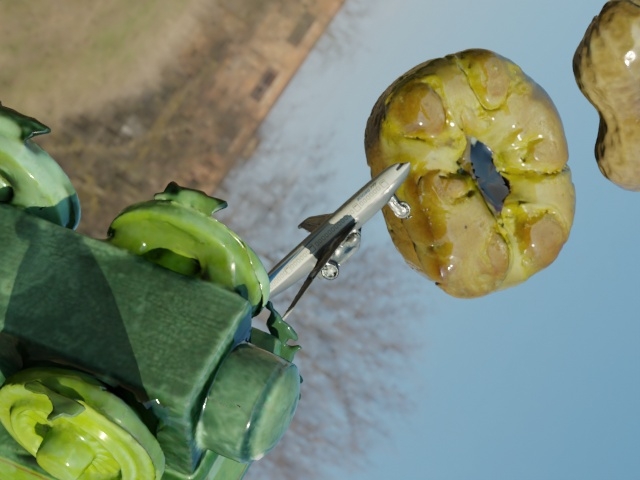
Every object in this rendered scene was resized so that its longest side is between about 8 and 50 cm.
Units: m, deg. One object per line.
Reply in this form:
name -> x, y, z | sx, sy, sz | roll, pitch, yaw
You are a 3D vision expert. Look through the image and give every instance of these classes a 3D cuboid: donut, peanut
donut -> 0.161, -0.072, 1.628 | 0.209, 0.261, 0.128 | -15, -172, -22
peanut -> 0.262, -0.121, 1.295 | 0.089, 0.192, 0.089 | -12, -149, 7

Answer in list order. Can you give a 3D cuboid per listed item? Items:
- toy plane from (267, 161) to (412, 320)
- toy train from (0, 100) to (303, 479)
toy plane -> 0.001, 0.003, 1.417 | 0.226, 0.058, 0.226 | -32, -163, 15
toy train -> -0.140, 0.056, 0.781 | 0.188, 0.272, 0.159 | 93, 22, -52
